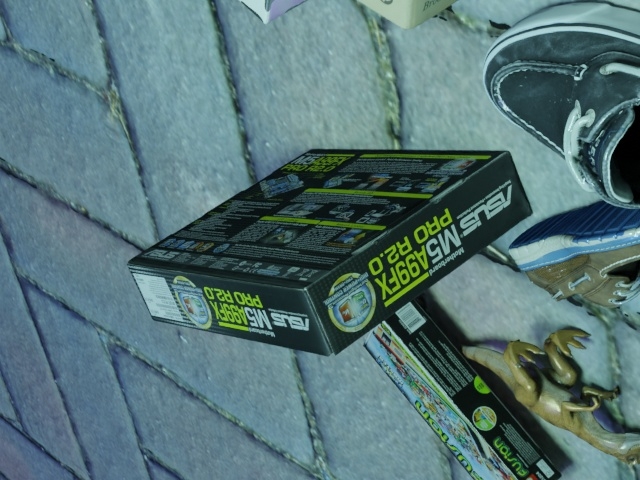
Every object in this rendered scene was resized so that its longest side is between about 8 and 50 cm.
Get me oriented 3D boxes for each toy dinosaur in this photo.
[{"bbox_3d":[0.172,0.116,1.209,0.211,0.064,0.112,35,146,34],"label":"toy dinosaur"}]

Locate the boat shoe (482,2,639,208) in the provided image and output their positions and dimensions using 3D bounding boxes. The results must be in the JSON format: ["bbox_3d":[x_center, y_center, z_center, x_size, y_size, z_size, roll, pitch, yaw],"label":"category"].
[{"bbox_3d":[0.201,-0.069,0.932,0.301,0.102,0.108,25,139,43],"label":"boat shoe"}]

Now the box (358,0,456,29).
[{"bbox_3d":[0.066,-0.297,0.860,0.121,0.148,0.311,38,148,27],"label":"box"}]

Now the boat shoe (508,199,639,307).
[{"bbox_3d":[0.206,0.009,1.056,0.066,0.066,0.183,54,162,-7],"label":"boat shoe"}]

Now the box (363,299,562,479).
[{"bbox_3d":[0.123,0.149,1.322,0.207,0.036,0.114,50,164,11],"label":"box"}]

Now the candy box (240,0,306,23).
[{"bbox_3d":[-0.072,-0.294,1.148,0.196,0.070,0.165,44,149,21],"label":"candy box"}]

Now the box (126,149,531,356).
[{"bbox_3d":[0.000,0.000,1.193,0.270,0.216,0.060,5,123,54],"label":"box"}]
